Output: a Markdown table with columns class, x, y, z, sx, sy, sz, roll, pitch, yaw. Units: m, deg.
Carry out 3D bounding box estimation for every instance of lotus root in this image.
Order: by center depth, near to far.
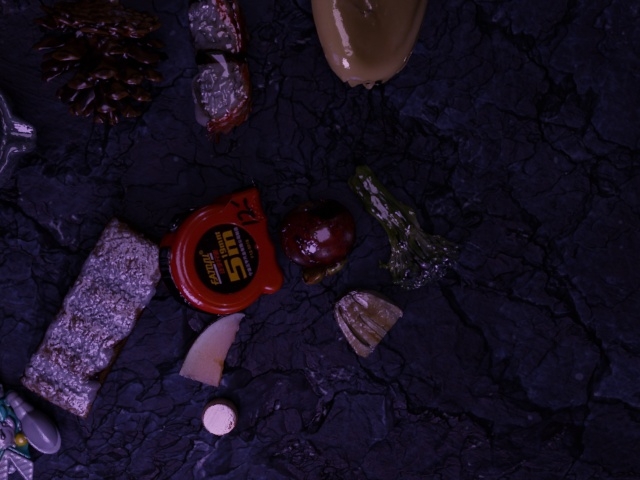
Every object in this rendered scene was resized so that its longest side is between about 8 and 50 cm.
| class | x | y | z | sx | sy | sz | roll | pitch | yaw |
| --- | --- | --- | --- | --- | --- | --- | --- | --- | --- |
| lotus root | 0.096 | 0.163 | 1.493 | 0.143 | 0.070 | 0.144 | -44 | 102 | 7 |

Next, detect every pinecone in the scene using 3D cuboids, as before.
| class | x | y | z | sx | sy | sz | roll | pitch | yaw |
| --- | --- | --- | --- | --- | --- | --- | --- | --- | --- |
| pinecone | -0.425 | -0.350 | 1.308 | 0.264 | 0.264 | 0.264 | -1 | 96 | -5 |

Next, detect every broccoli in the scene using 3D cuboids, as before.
| class | x | y | z | sx | sy | sz | roll | pitch | yaw |
| --- | --- | --- | --- | --- | --- | --- | --- | --- | --- |
| broccoli | 0.166 | -0.034 | 1.455 | 0.165 | 0.145 | 0.304 | -37 | 86 | -4 |

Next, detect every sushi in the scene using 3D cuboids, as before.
| class | x | y | z | sx | sy | sz | roll | pitch | yaw |
| --- | --- | --- | --- | --- | --- | --- | --- | --- | --- |
| sushi | -0.210 | -0.370 | 1.380 | 0.130 | 0.124 | 0.332 | -6 | 96 | 6 |

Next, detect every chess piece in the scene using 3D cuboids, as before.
| class | x | y | z | sx | sy | sz | roll | pitch | yaw |
| --- | --- | --- | --- | --- | --- | --- | --- | --- | --- |
| chess piece | -0.227 | 0.399 | 1.508 | 0.084 | 0.038 | 0.083 | -1 | 95 | -6 |

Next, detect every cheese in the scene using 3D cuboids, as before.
| class | x | y | z | sx | sy | sz | roll | pitch | yaw |
| --- | --- | --- | --- | --- | --- | --- | --- | --- | --- |
| cheese | 0.098 | -0.478 | 1.392 | 0.260 | 0.128 | 0.315 | 6 | 98 | -7 |

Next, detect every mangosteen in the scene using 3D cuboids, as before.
| class | x | y | z | sx | sy | sz | roll | pitch | yaw |
| --- | --- | --- | --- | --- | --- | --- | --- | --- | --- |
| mangosteen | 0.000 | 0.000 | 1.430 | 0.166 | 0.166 | 0.180 | -19 | 123 | -2 |

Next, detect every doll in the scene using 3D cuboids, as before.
| class | x | y | z | sx | sy | sz | roll | pitch | yaw |
| --- | --- | --- | --- | --- | --- | --- | --- | --- | --- |
| doll | -0.691 | 0.412 | 1.411 | 0.258 | 0.153 | 0.195 | 49 | 63 | -12 |

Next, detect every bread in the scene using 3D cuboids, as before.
| class | x | y | z | sx | sy | sz | roll | pitch | yaw |
| --- | --- | --- | --- | --- | --- | --- | --- | --- | --- |
| bread | -0.469 | 0.160 | 1.424 | 0.165 | 0.113 | 0.416 | 29 | 92 | -9 |

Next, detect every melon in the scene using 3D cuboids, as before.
| class | x | y | z | sx | sy | sz | roll | pitch | yaw |
| --- | --- | --- | --- | --- | --- | --- | --- | --- | --- |
| melon | -0.240 | 0.230 | 1.482 | 0.098 | 0.054 | 0.182 | 20 | 95 | -13 |

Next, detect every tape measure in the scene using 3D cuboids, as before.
| class | x | y | z | sx | sy | sz | roll | pitch | yaw |
| --- | --- | --- | --- | --- | --- | --- | --- | --- | --- |
| tape measure | -0.212 | 0.027 | 1.393 | 0.260 | 0.114 | 0.253 | -22 | 100 | -30 |

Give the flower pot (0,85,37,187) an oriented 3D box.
| class | x | y | z | sx | sy | sz | roll | pitch | yaw |
| --- | --- | --- | --- | --- | --- | --- | --- | --- | --- |
| flower pot | -0.714 | -0.205 | 1.281 | 0.299 | 0.283 | 0.299 | 0 | 93 | -6 |
